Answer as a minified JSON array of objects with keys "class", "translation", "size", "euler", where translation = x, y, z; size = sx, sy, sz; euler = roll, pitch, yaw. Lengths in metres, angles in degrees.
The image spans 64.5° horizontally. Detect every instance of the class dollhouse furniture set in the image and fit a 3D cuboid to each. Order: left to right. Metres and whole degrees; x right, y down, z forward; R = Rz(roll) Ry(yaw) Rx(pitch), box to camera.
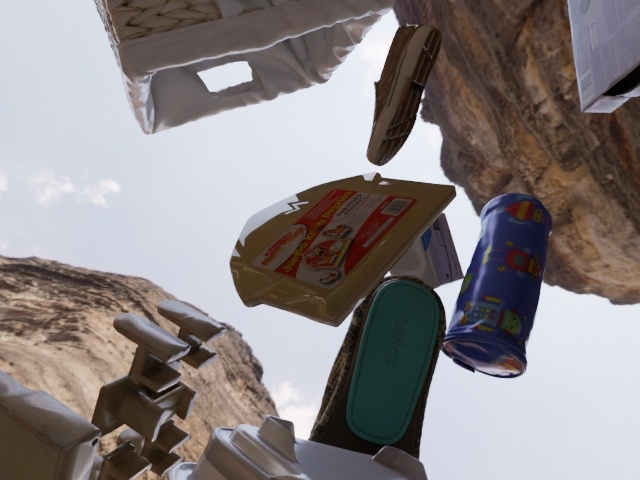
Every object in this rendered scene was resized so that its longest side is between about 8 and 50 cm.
[{"class":"dollhouse furniture set","translation":[-0.266,0.187,0.597],"size":[0.160,0.242,0.212],"euler":[25,-76,18]}]

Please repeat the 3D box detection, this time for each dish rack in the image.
[{"class":"dish rack","translation":[0.078,0.228,0.388],"size":[0.285,0.333,0.072],"euler":[19,-103,41]}]

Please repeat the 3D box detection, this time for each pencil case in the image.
[{"class":"pencil case","translation":[0.278,0.065,0.790],"size":[0.119,0.133,0.306],"euler":[28,-125,1]}]

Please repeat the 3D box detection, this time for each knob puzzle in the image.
[{"class":"knob puzzle","translation":[0.000,0.000,0.466],"size":[0.213,0.213,0.030],"euler":[-24,-58,0]}]

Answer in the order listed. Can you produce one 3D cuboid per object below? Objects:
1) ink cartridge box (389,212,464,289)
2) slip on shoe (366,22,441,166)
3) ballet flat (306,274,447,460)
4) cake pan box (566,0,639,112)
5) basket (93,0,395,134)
[{"class":"ink cartridge box","translation":[0.183,0.020,0.911],"size":[0.082,0.190,0.140],"euler":[-19,-99,28]},{"class":"slip on shoe","translation":[0.069,-0.139,0.483],"size":[0.041,0.051,0.135],"euler":[28,-73,30]},{"class":"ballet flat","translation":[0.047,0.277,0.651],"size":[0.163,0.182,0.483],"euler":[20,-116,4]},{"class":"cake pan box","translation":[0.537,-0.388,0.887],"size":[0.070,0.246,0.267],"euler":[0,-104,-2]},{"class":"basket","translation":[-0.137,-0.335,0.689],"size":[0.328,0.331,0.267],"euler":[-21,-85,-15]}]
